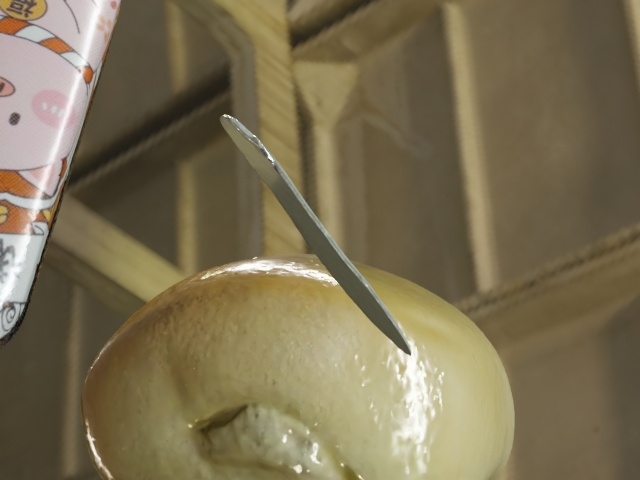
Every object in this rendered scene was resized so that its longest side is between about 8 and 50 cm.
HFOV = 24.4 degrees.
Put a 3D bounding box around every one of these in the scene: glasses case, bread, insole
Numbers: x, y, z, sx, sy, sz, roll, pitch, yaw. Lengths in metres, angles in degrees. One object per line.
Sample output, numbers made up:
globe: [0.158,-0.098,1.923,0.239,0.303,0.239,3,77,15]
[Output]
glasses case: [-0.172,-0.058,0.746,0.067,0.103,0.266,109,-8,-54]
bread: [-0.007,0.139,1.318,0.348,0.376,0.253,9,-89,18]
insole: [0.000,0.000,0.811,0.004,0.197,0.065,-43,-143,-8]
